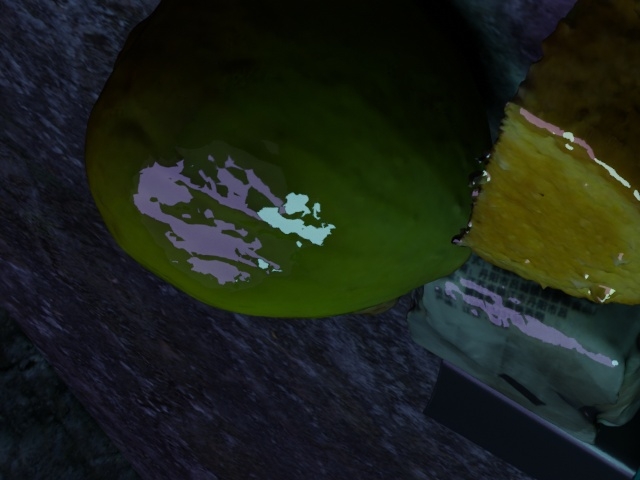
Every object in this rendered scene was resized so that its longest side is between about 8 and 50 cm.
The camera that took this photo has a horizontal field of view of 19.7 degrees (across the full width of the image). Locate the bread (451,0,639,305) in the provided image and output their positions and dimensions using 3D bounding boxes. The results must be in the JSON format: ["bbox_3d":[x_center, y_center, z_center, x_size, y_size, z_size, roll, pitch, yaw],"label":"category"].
[{"bbox_3d":[0.227,-0.061,1.326,0.179,0.194,0.340,35,162,9],"label":"bread"}]

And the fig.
[{"bbox_3d":[-0.018,-0.081,1.563,0.343,0.343,0.343,34,159,15],"label":"fig"}]

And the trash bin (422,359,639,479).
[{"bbox_3d":[0.237,0.175,1.926,0.225,0.115,0.165,34,154,11],"label":"trash bin"}]

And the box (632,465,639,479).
[{"bbox_3d":[0.360,0.181,1.675,0.092,0.153,0.245,34,158,15],"label":"box"}]

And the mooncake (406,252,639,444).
[{"bbox_3d":[0.201,0.063,1.725,0.254,0.136,0.250,30,160,12],"label":"mooncake"}]

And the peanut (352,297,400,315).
[{"bbox_3d":[0.000,0.000,2.011,0.226,0.095,0.108,33,144,27],"label":"peanut"}]
